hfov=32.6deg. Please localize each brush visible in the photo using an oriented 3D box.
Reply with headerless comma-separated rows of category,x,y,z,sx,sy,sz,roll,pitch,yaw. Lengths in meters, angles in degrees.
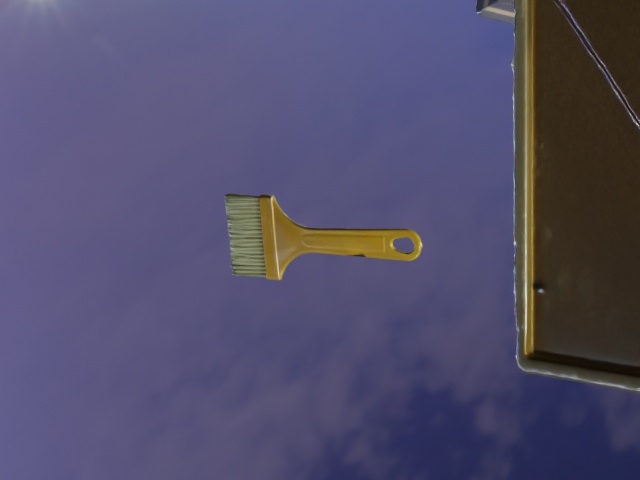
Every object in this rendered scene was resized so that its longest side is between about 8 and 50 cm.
brush,0.000,0.000,1.009,0.205,0.083,0.011,4,-165,29

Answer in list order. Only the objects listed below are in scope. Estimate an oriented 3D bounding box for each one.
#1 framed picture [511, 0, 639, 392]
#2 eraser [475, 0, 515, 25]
framed picture,0.182,-0.062,0.530,0.016,0.289,0.213,-8,-171,-43
eraser,0.308,-0.289,1.364,0.225,0.036,0.082,15,-125,1
